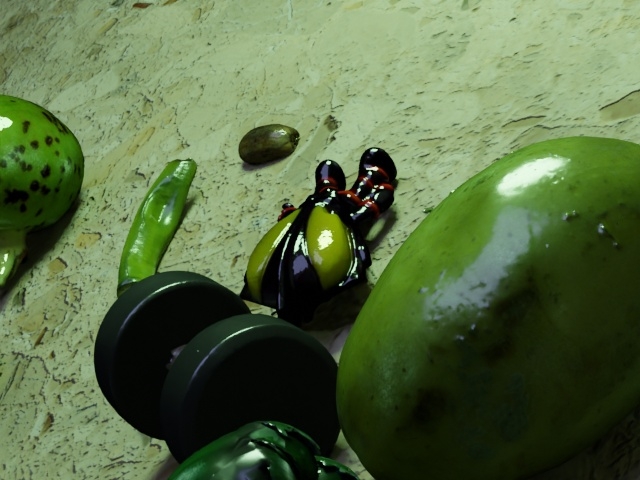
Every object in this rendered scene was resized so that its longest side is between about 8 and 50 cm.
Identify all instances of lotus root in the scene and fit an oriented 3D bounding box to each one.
[{"bbox_3d":[-0.064,-0.108,1.845,0.083,0.030,0.037,-12,41,43],"label":"lotus root"}]

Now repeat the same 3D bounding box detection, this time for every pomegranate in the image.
[{"bbox_3d":[-0.395,-0.062,2.037,0.211,0.211,0.263,-15,78,38],"label":"pomegranate"}]

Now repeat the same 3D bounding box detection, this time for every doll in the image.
[{"bbox_3d":[-0.003,-0.002,1.563,0.127,0.088,0.248,-40,15,42],"label":"doll"}]

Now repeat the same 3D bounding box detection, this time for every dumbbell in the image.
[{"bbox_3d":[-0.092,0.121,1.426,0.152,0.152,0.218,-46,29,-11],"label":"dumbbell"}]

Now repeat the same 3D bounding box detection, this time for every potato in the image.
[{"bbox_3d":[0.144,0.059,1.182,0.304,0.216,0.216,-51,29,0],"label":"potato"}]

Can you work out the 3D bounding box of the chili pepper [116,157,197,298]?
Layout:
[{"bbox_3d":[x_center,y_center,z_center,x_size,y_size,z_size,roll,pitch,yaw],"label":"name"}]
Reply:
[{"bbox_3d":[-0.186,-0.010,1.833,0.052,0.050,0.201,11,50,7],"label":"chili pepper"}]

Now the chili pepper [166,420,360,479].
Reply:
[{"bbox_3d":[-0.051,0.272,1.092,0.257,0.233,0.248,-43,24,7],"label":"chili pepper"}]
